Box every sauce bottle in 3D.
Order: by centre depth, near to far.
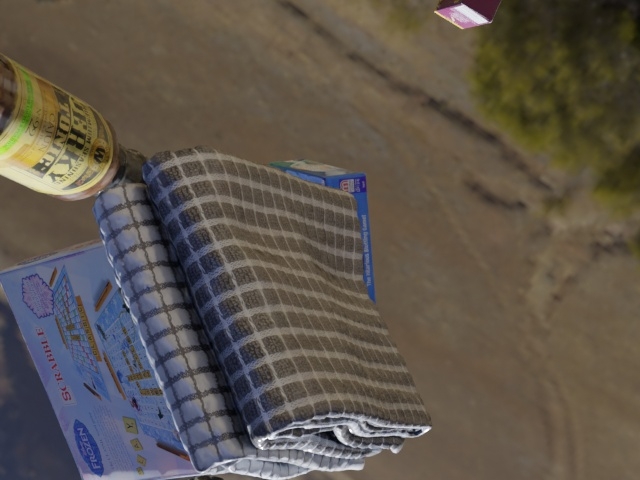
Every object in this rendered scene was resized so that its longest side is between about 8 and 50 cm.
[{"bbox_3d":[-0.281,-0.106,1.602,0.111,0.111,0.344,30,-178,27],"label":"sauce bottle"}]

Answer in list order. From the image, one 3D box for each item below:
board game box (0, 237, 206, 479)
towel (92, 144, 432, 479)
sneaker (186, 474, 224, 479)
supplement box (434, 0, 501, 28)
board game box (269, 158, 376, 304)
[{"bbox_3d":[-0.236,0.149,1.958,0.318,0.066,0.319,-13,101,40],"label":"board game box"},{"bbox_3d":[-0.031,0.059,1.194,0.283,0.121,0.235,14,-134,-63],"label":"towel"},{"bbox_3d":[-0.170,0.390,1.797,0.107,0.279,0.118,33,134,-4],"label":"sneaker"},{"bbox_3d":[0.170,-0.274,1.740,0.043,0.055,0.083,29,172,-17],"label":"supplement box"},{"bbox_3d":[0.000,0.000,1.645,0.210,0.047,0.160,-160,63,-72],"label":"board game box"}]
